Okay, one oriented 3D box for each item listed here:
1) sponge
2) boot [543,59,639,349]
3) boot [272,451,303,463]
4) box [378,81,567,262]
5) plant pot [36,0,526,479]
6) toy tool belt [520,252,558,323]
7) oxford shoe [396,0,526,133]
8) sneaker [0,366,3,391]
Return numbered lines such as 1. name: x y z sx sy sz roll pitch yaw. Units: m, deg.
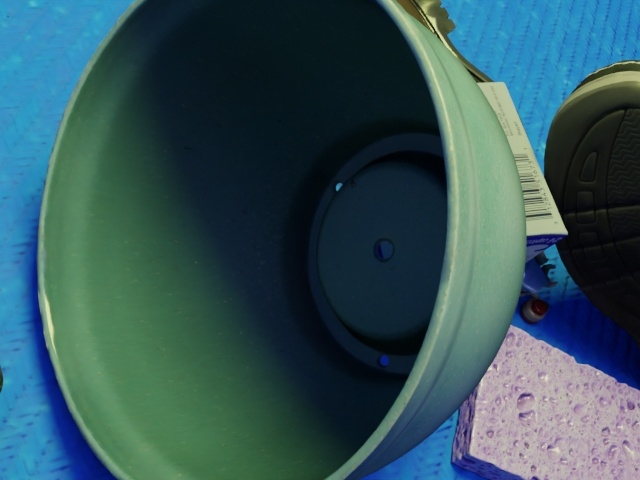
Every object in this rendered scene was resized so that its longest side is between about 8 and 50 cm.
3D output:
1. sponge: 0.204 0.154 0.657 0.210 0.031 0.117 26 56 -13
2. boot: 0.315 -0.052 0.711 0.377 0.138 0.284 48 46 -28
3. boot: 0.025 0.254 0.487 0.258 0.095 0.123 43 59 9
4. box: 0.095 -0.029 0.632 0.072 0.137 0.126 -6 68 -28
5. plant pot: 0.000 0.000 0.505 0.196 0.293 0.293 7 59 -51
6. toy tool belt: 0.165 0.026 0.693 0.052 0.051 0.083 -32 82 -36
7. oxford shoe: 0.094 -0.115 0.722 0.096 0.083 0.227 -25 70 -25
8. sneaker: -0.282 0.077 0.387 0.267 0.106 0.101 -9 100 -30
